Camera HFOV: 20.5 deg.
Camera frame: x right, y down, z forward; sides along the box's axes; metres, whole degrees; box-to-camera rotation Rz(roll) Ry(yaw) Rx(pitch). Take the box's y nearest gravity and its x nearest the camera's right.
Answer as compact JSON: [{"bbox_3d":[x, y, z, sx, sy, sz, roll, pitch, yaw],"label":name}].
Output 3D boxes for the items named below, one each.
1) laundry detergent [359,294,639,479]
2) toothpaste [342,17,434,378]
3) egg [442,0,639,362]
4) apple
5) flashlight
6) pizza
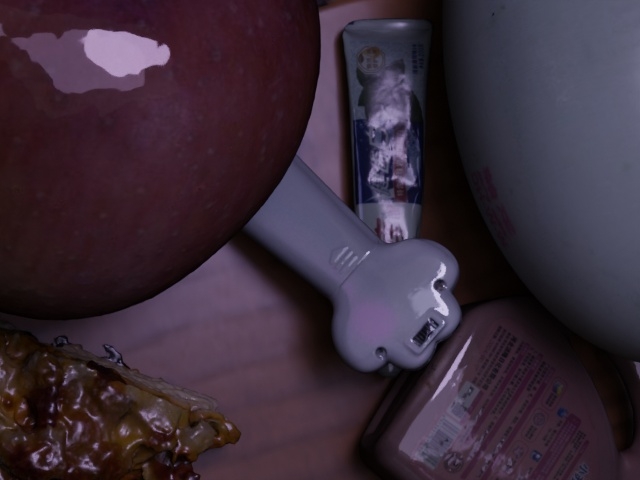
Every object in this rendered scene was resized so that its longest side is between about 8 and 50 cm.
[{"bbox_3d":[0.160,0.137,1.125,0.237,0.076,0.171,35,78,-8],"label":"laundry detergent"},{"bbox_3d":[0.043,-0.029,1.133,0.060,0.038,0.233,1,83,-7],"label":"toothpaste"},{"bbox_3d":[0.189,-0.105,1.075,0.230,0.230,0.371,-12,78,-14],"label":"egg"},{"bbox_3d":[-0.151,-0.086,0.974,0.305,0.306,0.235,7,122,-12],"label":"apple"},{"bbox_3d":[0.000,0.000,1.093,0.200,0.047,0.093,41,91,12],"label":"flashlight"},{"bbox_3d":[-0.141,0.117,1.061,0.193,0.069,0.154,-1,85,-11],"label":"pizza"}]
